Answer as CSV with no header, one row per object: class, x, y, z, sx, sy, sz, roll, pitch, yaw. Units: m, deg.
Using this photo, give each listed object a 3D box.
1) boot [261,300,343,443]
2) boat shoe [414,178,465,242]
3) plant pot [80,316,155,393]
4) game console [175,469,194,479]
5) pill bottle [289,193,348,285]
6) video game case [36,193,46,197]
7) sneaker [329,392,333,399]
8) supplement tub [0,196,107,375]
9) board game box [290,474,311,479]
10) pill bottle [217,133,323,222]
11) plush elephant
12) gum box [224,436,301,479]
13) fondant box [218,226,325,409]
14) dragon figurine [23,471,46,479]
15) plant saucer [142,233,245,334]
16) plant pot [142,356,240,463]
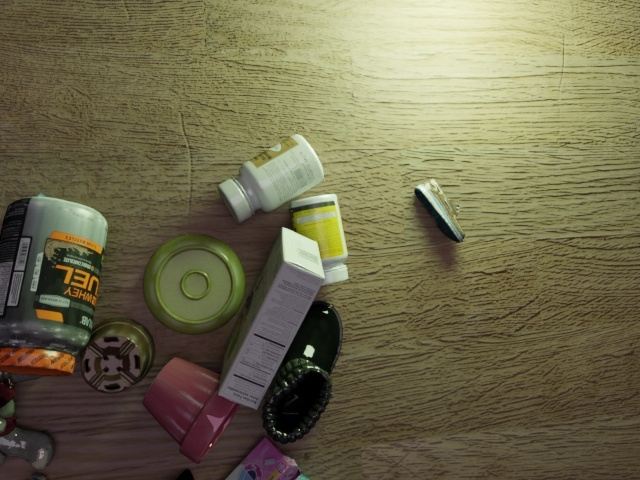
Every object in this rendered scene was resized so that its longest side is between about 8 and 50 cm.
boot,-0.029,0.281,1.442,0.131,0.260,0.347,16,72,2
boat shoe,0.320,-0.079,1.656,0.066,0.066,0.183,-38,97,-12
plant pot,-0.449,0.259,1.423,0.167,0.165,0.166,0,89,-14
game console,-0.331,0.611,1.493,0.071,0.107,0.122,-21,94,21
pill bottle,0.000,0.000,1.554,0.119,0.119,0.208,-11,90,-13
video game case,-0.640,-0.006,1.464,0.119,0.015,0.166,40,81,-9
sneaker,-0.031,0.404,1.577,0.135,0.052,0.058,-19,103,-5
supplement tub,-0.564,0.098,1.326,0.207,0.207,0.337,7,71,-12
board game box,-0.057,0.757,1.541,0.254,0.079,0.336,34,82,-10
pill bottle,-0.119,-0.142,1.525,0.229,0.131,0.131,-32,95,-12
plush elephant,-0.719,0.349,1.312,0.330,0.255,0.271,7,87,-12
gum box,-0.144,0.561,1.506,0.188,0.107,0.062,-46,135,-10
fondant box,-0.110,0.161,1.414,0.096,0.238,0.330,25,104,-11
dragon figurine,-0.598,0.604,1.414,0.289,0.085,0.144,19,86,-4
plant saucer,-0.295,0.104,1.527,0.241,0.037,0.240,0,88,-12
plant pot,-0.287,0.363,1.453,0.180,0.201,0.201,33,82,5
